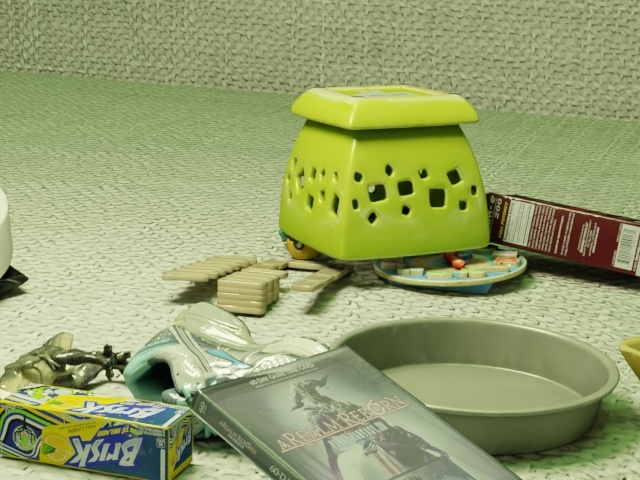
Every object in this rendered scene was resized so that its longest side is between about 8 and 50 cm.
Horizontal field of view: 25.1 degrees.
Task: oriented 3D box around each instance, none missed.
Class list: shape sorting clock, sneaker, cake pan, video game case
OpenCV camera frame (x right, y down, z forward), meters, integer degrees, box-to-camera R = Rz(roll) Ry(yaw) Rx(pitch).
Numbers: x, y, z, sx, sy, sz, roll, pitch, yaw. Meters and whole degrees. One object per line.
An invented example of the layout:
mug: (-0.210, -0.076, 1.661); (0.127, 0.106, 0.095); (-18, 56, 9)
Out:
shape sorting clock: (0.173, 0.029, 1.929); (0.206, 0.040, 0.206); (2, 14, 0)
sneaker: (-0.075, 0.151, 1.345); (0.122, 0.110, 0.283); (-32, 29, -34)
cake pan: (0.150, 0.143, 1.442); (0.293, 0.054, 0.293); (1, 14, 0)
video game case: (0.056, 0.182, 1.126); (0.274, 0.026, 0.196); (37, 28, 28)

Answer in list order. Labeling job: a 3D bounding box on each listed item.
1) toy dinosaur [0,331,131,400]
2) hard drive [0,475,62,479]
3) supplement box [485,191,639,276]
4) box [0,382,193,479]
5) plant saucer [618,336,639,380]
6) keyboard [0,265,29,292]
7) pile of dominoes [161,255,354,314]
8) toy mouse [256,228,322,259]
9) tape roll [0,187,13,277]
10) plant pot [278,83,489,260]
toy dinosaur: (-0.255, 0.127, 1.452); (0.118, 0.064, 0.268); (-3, 10, 8)
hard drive: (-0.150, 0.214, 1.026); (0.307, 0.040, 0.203); (5, 4, -10)
supplement box: (0.351, -0.009, 1.967); (0.239, 0.073, 0.130); (14, 6, 27)
box: (-0.201, 0.171, 1.286); (0.169, 0.054, 0.059); (6, 14, 18)
plant saucer: (0.512, 0.158, 1.377); (0.333, 0.081, 0.333); (-6, 15, -29)
keyboard: (-0.523, 0.032, 1.853); (0.201, 0.033, 0.317); (-6, 15, -32)
pile of dominoes: (-0.078, 0.056, 1.849); (0.196, 0.040, 0.251); (5, 6, 14)
toy mouse: (0.000, 0.000, 2.042); (0.161, 0.031, 0.143); (4, 14, 7)
tape roll: (-0.573, 0.000, 1.750); (0.392, 0.072, 0.392); (0, 26, 0)
plant pot: (0.084, -0.101, 1.946); (0.228, 0.207, 0.227); (-4, 12, -24)
